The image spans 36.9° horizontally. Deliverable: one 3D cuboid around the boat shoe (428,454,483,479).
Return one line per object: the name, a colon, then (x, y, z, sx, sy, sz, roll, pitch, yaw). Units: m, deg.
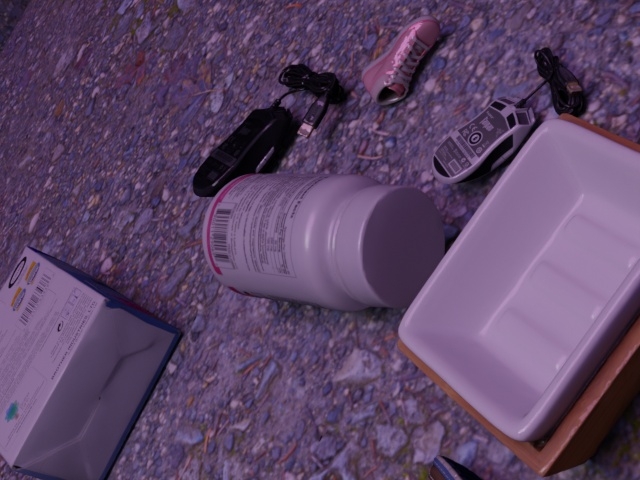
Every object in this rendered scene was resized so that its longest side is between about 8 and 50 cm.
boat shoe: (0.145, 0.270, 0.872, 0.066, 0.066, 0.183, -53, 38, 8)

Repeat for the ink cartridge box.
ink cartridge box: (-0.419, 0.177, 1.490, 0.395, 0.151, 0.270, 21, 80, 50)

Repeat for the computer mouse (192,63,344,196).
computer mouse: (-0.066, -0.144, 1.404, 0.262, 0.060, 0.184, -51, 32, -11)

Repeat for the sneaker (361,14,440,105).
sneaker: (0.113, -0.232, 1.272, 0.134, 0.051, 0.070, -41, 42, 26)

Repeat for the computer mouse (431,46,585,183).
computer mouse: (0.211, -0.129, 1.101, 0.193, 0.042, 0.106, -39, 45, 14)

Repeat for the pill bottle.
pill bottle: (0.000, 0.000, 1.143, 0.283, 0.160, 0.160, 6, 69, 49)

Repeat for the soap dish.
soap dish: (0.229, 0.045, 0.893, 0.291, 0.118, 0.229, -55, 38, 3)
